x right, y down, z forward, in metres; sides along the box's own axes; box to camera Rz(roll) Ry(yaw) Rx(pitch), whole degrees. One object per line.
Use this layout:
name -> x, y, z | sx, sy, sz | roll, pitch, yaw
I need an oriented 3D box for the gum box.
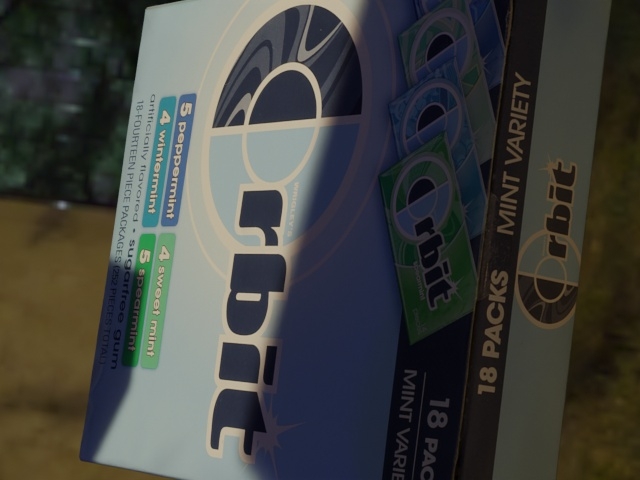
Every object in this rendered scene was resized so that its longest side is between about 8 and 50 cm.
gum box -> 0.000, 0.000, 0.513 | 0.184, 0.041, 0.157 | -1, 79, 53
